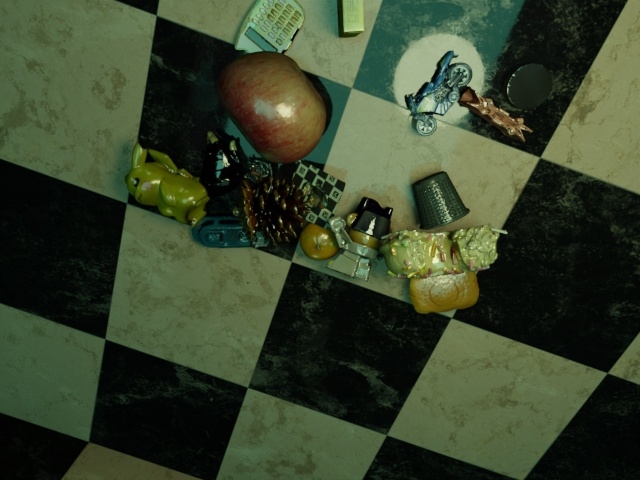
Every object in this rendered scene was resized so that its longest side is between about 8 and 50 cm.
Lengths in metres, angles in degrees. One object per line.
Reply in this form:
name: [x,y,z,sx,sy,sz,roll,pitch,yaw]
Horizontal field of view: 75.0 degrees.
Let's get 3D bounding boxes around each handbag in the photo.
handbag: [0.530,-0.386,1.272,0.212,0.157,0.059,32,112,-6]

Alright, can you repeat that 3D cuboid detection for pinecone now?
pinecone: [-0.159,-0.095,1.390,0.263,0.264,0.264,2,112,5]

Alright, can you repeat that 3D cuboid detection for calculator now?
calculator: [-0.153,-0.664,1.304,0.157,0.033,0.236,38,108,-9]

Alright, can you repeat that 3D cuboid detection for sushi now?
sushi: [-0.015,-0.159,1.461,0.210,0.040,0.193,29,109,25]

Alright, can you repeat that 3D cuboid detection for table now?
table: [0.638,-0.474,1.287,0.133,0.043,0.134,2,112,5]

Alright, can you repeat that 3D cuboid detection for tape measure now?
tape measure: [-0.219,-0.238,1.469,0.094,0.054,0.091,24,116,2]

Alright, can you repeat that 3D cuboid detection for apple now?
apple: [-0.131,-0.406,1.259,0.269,0.345,0.345,-37,105,-4]

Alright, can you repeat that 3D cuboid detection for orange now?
orange: [0.000,0.000,1.503,0.156,0.124,0.156,1,108,3]

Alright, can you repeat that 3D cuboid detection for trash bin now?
trash bin: [0.387,-0.139,1.396,0.175,0.175,0.161,-22,95,14]

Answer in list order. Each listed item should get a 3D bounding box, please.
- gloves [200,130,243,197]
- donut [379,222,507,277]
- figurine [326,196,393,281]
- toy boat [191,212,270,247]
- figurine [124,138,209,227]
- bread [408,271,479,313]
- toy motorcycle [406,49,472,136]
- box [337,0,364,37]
gloves: [-0.353,-0.273,1.444,0.164,0.124,0.204,-26,116,-4]
donut: [0.372,0.042,1.359,0.370,0.307,0.150,-4,82,-8]
figurine: [0.153,-0.004,1.447,0.143,0.308,0.309,27,120,40]
toy boat: [-0.342,-0.023,1.551,0.298,0.092,0.134,-2,115,6]
figurine: [-0.545,-0.191,1.460,0.326,0.169,0.218,23,136,-10]
bread: [0.446,0.171,1.527,0.245,0.121,0.174,-9,112,11]
toy motorcycle: [0.359,-0.458,1.302,0.135,0.092,0.254,35,103,1]
box: [0.080,-0.720,1.175,0.062,0.175,0.261,-4,112,-2]
